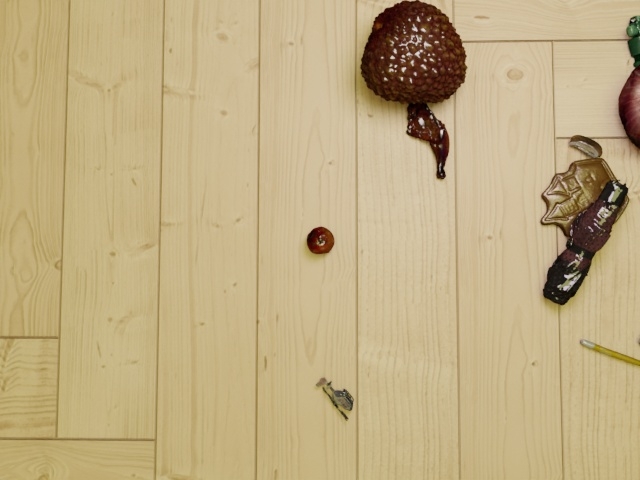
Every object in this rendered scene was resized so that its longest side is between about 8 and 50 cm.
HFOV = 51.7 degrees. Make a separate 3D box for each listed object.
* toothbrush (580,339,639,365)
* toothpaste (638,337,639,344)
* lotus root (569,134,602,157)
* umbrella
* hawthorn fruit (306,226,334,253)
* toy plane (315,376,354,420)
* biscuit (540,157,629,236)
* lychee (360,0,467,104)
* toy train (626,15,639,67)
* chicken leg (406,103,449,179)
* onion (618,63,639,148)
[{"bbox_3d":[0.768,0.298,1.601,0.288,0.021,0.024,19,77,4],"label":"toothbrush"},{"bbox_3d":[0.870,0.165,1.600,0.067,0.037,0.255,37,91,-2],"label":"toothpaste"},{"bbox_3d":[0.660,-0.238,1.630,0.083,0.030,0.037,31,57,13],"label":"lotus root"},{"bbox_3d":[0.629,0.003,1.574,0.094,0.090,0.326,25,99,1],"label":"umbrella"},{"bbox_3d":[-0.001,-0.001,1.623,0.077,0.077,0.077,0,86,2],"label":"hawthorn fruit"},{"bbox_3d":[0.042,0.381,1.615,0.049,0.031,0.121,-40,88,7],"label":"toy plane"},{"bbox_3d":[0.638,-0.097,1.628,0.215,0.034,0.182,-31,85,0],"label":"biscuit"},{"bbox_3d":[0.231,-0.434,1.574,0.271,0.271,0.272,0,86,2],"label":"lychee"},{"bbox_3d":[0.860,-0.517,1.634,0.200,0.083,0.132,-17,96,0],"label":"toy train"},{"bbox_3d":[0.276,-0.257,1.646,0.093,0.053,0.205,-36,78,22],"label":"chicken leg"},{"bbox_3d":[0.840,-0.322,1.561,0.252,0.219,0.252,0,90,46],"label":"onion"}]
